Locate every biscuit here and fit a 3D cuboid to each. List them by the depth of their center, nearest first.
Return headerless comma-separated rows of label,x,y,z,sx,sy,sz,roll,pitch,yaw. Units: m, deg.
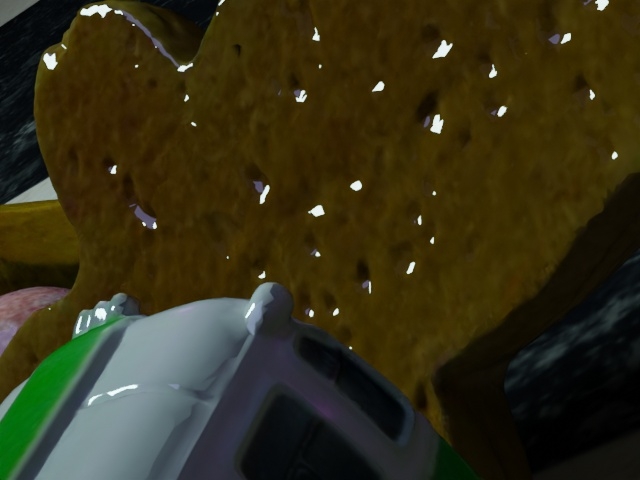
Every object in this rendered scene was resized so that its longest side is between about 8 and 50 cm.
biscuit,0.001,0.000,0.669,0.283,0.064,0.432,52,123,30

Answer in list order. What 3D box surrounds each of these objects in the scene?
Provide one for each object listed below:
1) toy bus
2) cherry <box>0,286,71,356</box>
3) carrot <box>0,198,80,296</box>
toy bus,-0.051,0.161,0.459,0.143,0.179,0.305,-24,25,36
cherry,-0.183,0.111,0.954,0.225,0.090,0.107,-48,34,-1
carrot,-0.247,0.067,1.030,0.302,0.114,0.114,-28,14,-24
